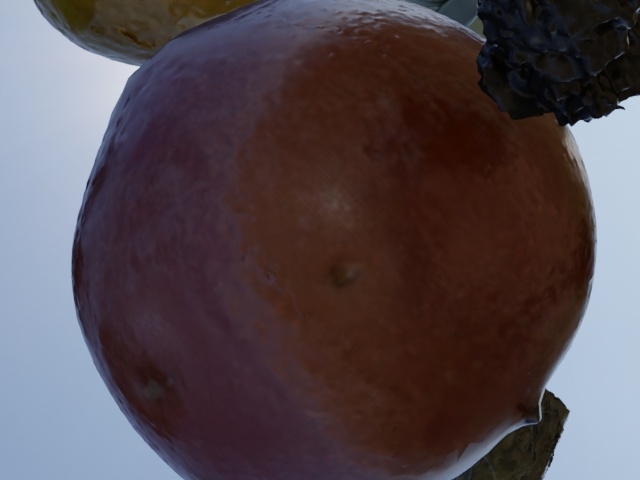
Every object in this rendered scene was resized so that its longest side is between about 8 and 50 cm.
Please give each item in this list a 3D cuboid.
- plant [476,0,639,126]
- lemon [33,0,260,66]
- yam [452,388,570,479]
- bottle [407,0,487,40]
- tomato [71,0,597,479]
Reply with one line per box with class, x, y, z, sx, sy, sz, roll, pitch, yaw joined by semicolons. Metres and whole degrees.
plant;0.086;-0.106;0.470;0.174;0.085;0.087;55;-165;-57
lemon;-0.125;-0.253;0.979;0.253;0.228;0.228;-91;-23;-61
yam;0.133;0.178;1.039;0.107;0.107;0.183;43;-110;-49
bottle;0.159;-0.364;1.492;0.229;0.229;0.352;-75;-28;-43
tomato;0.000;0.000;0.634;0.265;0.264;0.265;36;-132;-54
